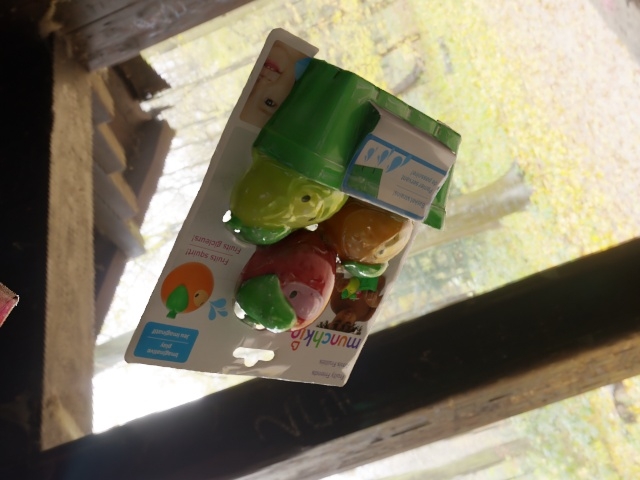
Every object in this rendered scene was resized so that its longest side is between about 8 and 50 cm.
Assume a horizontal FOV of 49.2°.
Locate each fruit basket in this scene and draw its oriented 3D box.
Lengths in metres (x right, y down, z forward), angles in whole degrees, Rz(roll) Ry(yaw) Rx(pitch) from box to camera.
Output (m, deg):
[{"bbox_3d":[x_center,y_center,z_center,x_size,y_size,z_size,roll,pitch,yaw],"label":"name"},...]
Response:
[{"bbox_3d":[0.000,0.000,0.754,0.327,0.353,0.165,18,-175,-44],"label":"fruit basket"}]

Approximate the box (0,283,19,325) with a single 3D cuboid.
[{"bbox_3d":[-0.281,0.068,0.329,0.128,0.257,0.122,45,-138,-28],"label":"box"}]
